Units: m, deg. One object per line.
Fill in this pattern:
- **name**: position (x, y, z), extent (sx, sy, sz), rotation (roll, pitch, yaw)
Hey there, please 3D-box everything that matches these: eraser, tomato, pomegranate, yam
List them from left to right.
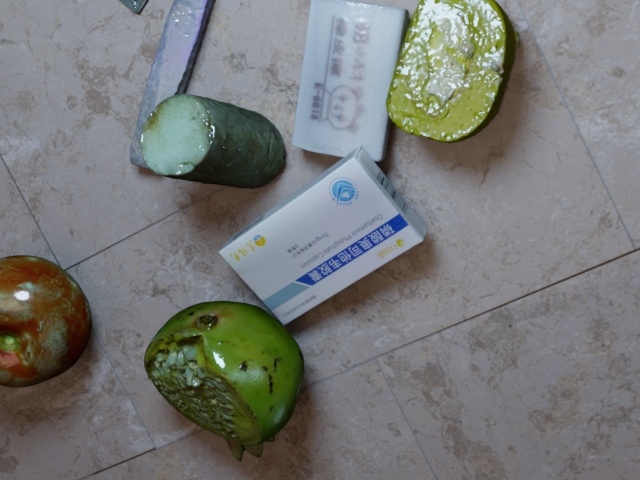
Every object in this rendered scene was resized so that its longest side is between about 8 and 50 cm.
- **tomato**: position (-0.599, 0.155, 1.697), extent (0.270, 0.222, 0.270), rotation (1, 118, 1)
- **yam**: position (-0.189, -0.174, 1.501), extent (0.161, 0.268, 0.161), rotation (0, 91, 27)
- **pomegranate**: position (-0.157, 0.259, 1.613), extent (0.310, 0.216, 0.358), rotation (11, 139, 31)
- **eraser**: position (0.051, -0.288, 1.489), extent (0.174, 0.095, 0.270), rotation (13, 104, 15)

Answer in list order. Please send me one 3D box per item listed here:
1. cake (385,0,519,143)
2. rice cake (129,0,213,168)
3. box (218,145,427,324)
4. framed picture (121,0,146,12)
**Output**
- **cake**: position (0.229, -0.294, 1.404), extent (0.179, 0.156, 0.260), rotation (21, 105, 12)
- **rice cake**: position (-0.281, -0.323, 1.587), extent (0.070, 0.064, 0.399), rotation (21, 107, 0)
- **box**: position (0.000, 0.000, 1.532), extent (0.343, 0.065, 0.200), rotation (-33, 107, 27)
- **framed picture**: position (-0.389, -0.587, 1.575), extent (0.252, 0.014, 0.197), rotation (39, 109, -1)
